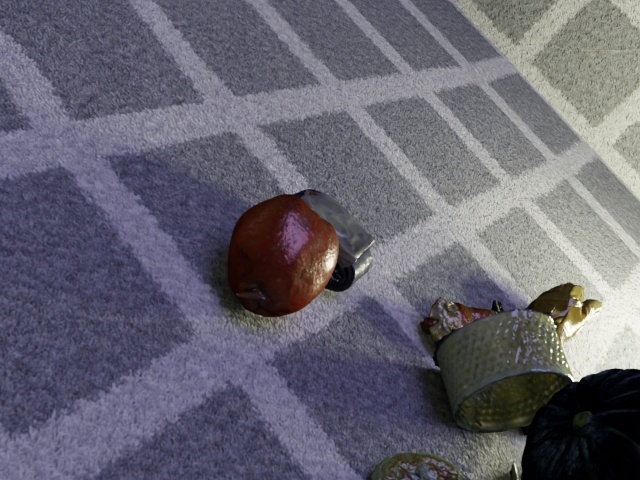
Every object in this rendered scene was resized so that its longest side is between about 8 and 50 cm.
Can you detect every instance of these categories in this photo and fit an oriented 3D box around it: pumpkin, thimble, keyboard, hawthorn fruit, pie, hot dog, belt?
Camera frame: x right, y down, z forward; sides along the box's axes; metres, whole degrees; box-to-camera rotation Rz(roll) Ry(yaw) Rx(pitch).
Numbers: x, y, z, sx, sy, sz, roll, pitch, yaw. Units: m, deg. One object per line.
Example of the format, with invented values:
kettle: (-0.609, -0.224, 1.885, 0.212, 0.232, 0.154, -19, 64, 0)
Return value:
pumpkin: (0.540, 0.410, 1.456, 0.266, 0.363, 0.363, 43, 32, -19)
thimble: (0.378, 0.275, 1.654, 0.270, 0.271, 0.150, 19, 43, -32)
keyboard: (0.445, 0.291, 1.854, 0.027, 0.106, 0.317, -8, 50, -2)
hawthorn fruit: (-0.089, 0.044, 1.494, 0.210, 0.210, 0.262, 40, 47, -4)
pie: (0.187, 0.472, 1.392, 0.240, 0.054, 0.241, 15, 42, -14)
hot dog: (0.324, 0.211, 1.820, 0.213, 0.103, 0.146, 19, 61, -17)
belt: (0.000, 0.000, 1.674, 0.230, 0.139, 0.126, 49, 33, 5)

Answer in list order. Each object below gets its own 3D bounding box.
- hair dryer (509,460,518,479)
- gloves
hair dryer: (0.334, 0.523, 1.523, 0.229, 0.092, 0.267, 16, 28, -25)
gloves: (0.618, 0.198, 2.086, 0.141, 0.154, 0.331, 49, 41, 5)
